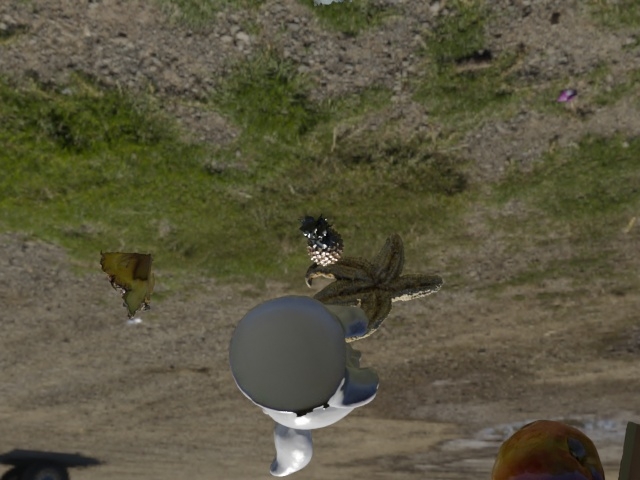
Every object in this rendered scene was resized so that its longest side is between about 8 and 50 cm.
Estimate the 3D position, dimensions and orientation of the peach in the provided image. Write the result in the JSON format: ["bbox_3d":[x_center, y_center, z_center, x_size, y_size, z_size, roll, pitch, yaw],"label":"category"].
[{"bbox_3d":[0.221,0.231,0.644,0.100,0.101,0.101,2,155,1],"label":"peach"}]

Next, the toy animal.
[{"bbox_3d":[-0.010,0.139,0.619,0.130,0.104,0.221,-23,153,-12],"label":"toy animal"}]

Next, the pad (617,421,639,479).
[{"bbox_3d":[0.467,0.310,0.673,0.299,0.202,0.005,14,132,23],"label":"pad"}]

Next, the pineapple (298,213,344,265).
[{"bbox_3d":[0.000,0.000,0.889,0.058,0.058,0.124,-2,169,10],"label":"pineapple"}]

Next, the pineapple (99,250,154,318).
[{"bbox_3d":[-0.280,0.068,0.993,0.077,0.114,0.114,-27,144,11],"label":"pineapple"}]

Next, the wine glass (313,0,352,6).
[{"bbox_3d":[0.013,-0.453,0.924,0.103,0.222,0.103,-7,-161,3],"label":"wine glass"}]

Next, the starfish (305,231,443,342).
[{"bbox_3d":[0.094,0.068,1.094,0.238,0.216,0.071,5,153,-8],"label":"starfish"}]
